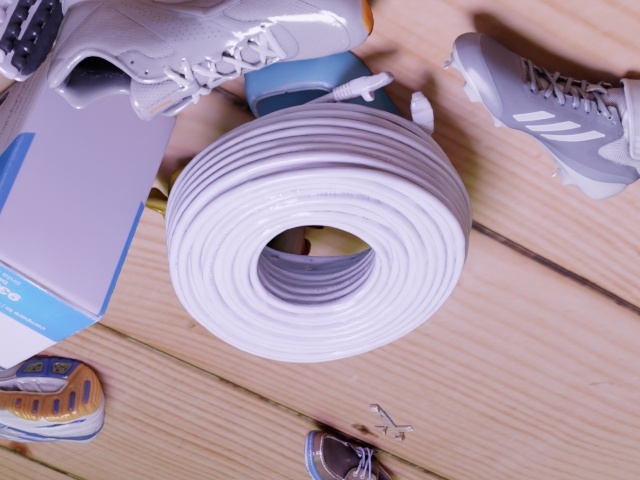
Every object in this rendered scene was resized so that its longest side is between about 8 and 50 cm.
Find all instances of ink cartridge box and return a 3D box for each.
[{"bbox_3d":[-0.288,-0.007,1.263,0.129,0.223,0.307,33,144,-26],"label":"ink cartridge box"}]

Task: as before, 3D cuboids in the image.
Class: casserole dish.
[{"bbox_3d":[0.008,-0.095,1.187,0.114,0.037,0.188,-7,143,30],"label":"casserole dish"}]

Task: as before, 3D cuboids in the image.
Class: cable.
[{"bbox_3d":[0.000,0.000,1.173,0.257,0.089,0.257,-17,134,13],"label":"cable"}]

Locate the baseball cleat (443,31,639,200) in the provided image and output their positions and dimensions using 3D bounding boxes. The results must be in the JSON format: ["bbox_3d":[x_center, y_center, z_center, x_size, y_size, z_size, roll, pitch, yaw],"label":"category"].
[{"bbox_3d":[0.192,-0.111,1.077,0.109,0.072,0.206,-29,134,31],"label":"baseball cleat"}]

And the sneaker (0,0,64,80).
[{"bbox_3d":[-0.287,-0.223,1.030,0.118,0.110,0.292,22,158,15],"label":"sneaker"}]

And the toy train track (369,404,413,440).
[{"bbox_3d":[0.079,0.221,1.672,0.048,0.014,0.083,-5,143,28],"label":"toy train track"}]

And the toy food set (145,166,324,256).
[{"bbox_3d":[-0.060,-0.016,1.318,0.218,0.071,0.128,27,170,-17],"label":"toy food set"}]

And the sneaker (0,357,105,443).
[{"bbox_3d":[-0.413,0.204,1.750,0.297,0.111,0.131,10,148,8],"label":"sneaker"}]

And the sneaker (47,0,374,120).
[{"bbox_3d":[-0.088,-0.141,1.071,0.263,0.121,0.099,-1,146,22],"label":"sneaker"}]

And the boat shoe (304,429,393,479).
[{"bbox_3d":[0.040,0.278,1.738,0.066,0.066,0.183,-9,152,25],"label":"boat shoe"}]
